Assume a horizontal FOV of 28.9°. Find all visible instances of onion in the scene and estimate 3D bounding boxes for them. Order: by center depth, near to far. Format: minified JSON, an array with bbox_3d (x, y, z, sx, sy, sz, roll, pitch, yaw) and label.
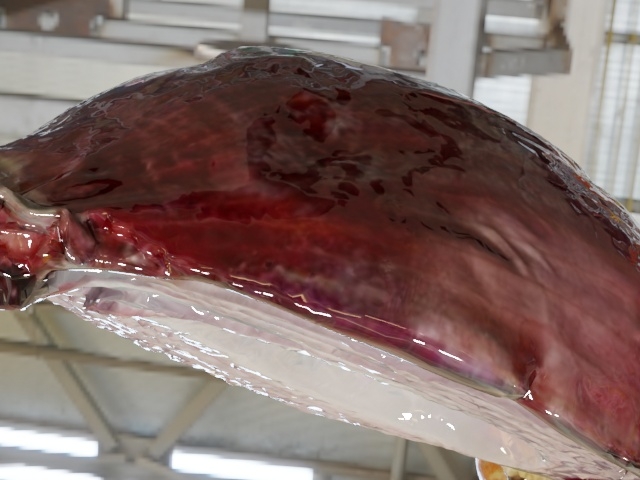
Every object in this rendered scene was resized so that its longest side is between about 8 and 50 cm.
[{"bbox_3d":[0.000,0.000,0.412,0.283,0.120,0.227,24,167,-41],"label":"onion"}]

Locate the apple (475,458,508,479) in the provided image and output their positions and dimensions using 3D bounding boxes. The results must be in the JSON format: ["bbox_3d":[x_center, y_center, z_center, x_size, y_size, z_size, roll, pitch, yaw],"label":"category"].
[{"bbox_3d":[0.190,0.156,0.933,0.146,0.131,0.146,0,-120,0],"label":"apple"}]
